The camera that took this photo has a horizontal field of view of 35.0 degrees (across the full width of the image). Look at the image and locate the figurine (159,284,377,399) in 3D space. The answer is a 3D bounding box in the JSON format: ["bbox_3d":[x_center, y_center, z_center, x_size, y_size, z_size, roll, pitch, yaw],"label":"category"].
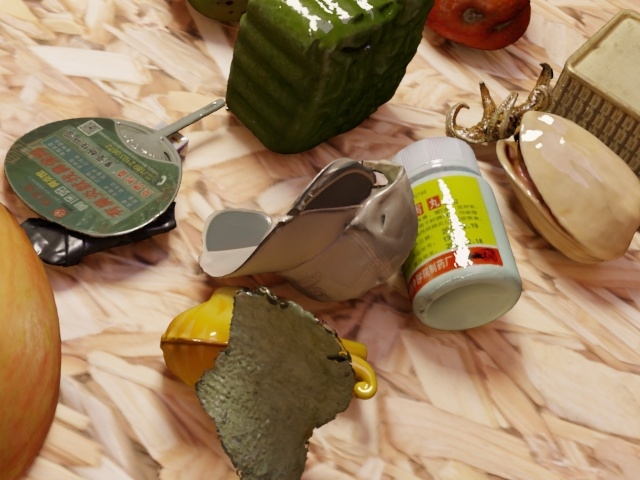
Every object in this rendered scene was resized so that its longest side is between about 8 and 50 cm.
[{"bbox_3d":[-0.060,0.129,1.129,0.246,0.131,0.156,8,76,-25],"label":"figurine"}]

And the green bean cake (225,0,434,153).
[{"bbox_3d":[0.011,-0.254,1.358,0.156,0.247,0.250,43,53,15],"label":"green bean cake"}]

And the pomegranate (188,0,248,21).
[{"bbox_3d":[-0.134,-0.415,1.500,0.198,0.246,0.198,0,91,-25],"label":"pomegranate"}]

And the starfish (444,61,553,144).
[{"bbox_3d":[0.276,-0.194,1.464,0.146,0.189,0.074,-35,107,-31],"label":"starfish"}]

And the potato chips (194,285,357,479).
[{"bbox_3d":[-0.047,0.168,1.049,0.167,0.228,0.059,19,14,-20],"label":"potato chips"}]

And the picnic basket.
[{"bbox_3d":[0.500,-0.160,1.506,0.312,0.175,0.228,37,51,16],"label":"picnic basket"}]

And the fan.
[{"bbox_3d":[-0.267,-0.112,1.264,0.223,0.012,0.294,12,45,7],"label":"fan"}]

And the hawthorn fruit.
[{"bbox_3d":[0.215,-0.408,1.591,0.243,0.207,0.208,6,50,4],"label":"hawthorn fruit"}]

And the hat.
[{"bbox_3d":[-0.007,-0.001,1.181,0.275,0.232,0.161,-16,84,-46],"label":"hat"}]

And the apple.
[{"bbox_3d":[-0.397,0.108,0.987,0.252,0.314,0.309,-29,50,14],"label":"apple"}]

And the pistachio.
[{"bbox_3d":[0.337,-0.071,1.382,0.229,0.157,0.157,48,53,3],"label":"pistachio"}]

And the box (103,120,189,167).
[{"bbox_3d":[-0.223,-0.103,1.298,0.050,0.036,0.117,35,51,11],"label":"box"}]

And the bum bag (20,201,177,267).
[{"bbox_3d":[-0.260,-0.011,1.211,0.197,0.049,0.087,-18,37,-29],"label":"bum bag"}]

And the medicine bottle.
[{"bbox_3d":[0.164,-0.009,1.291,0.139,0.139,0.226,2,53,-17],"label":"medicine bottle"}]
